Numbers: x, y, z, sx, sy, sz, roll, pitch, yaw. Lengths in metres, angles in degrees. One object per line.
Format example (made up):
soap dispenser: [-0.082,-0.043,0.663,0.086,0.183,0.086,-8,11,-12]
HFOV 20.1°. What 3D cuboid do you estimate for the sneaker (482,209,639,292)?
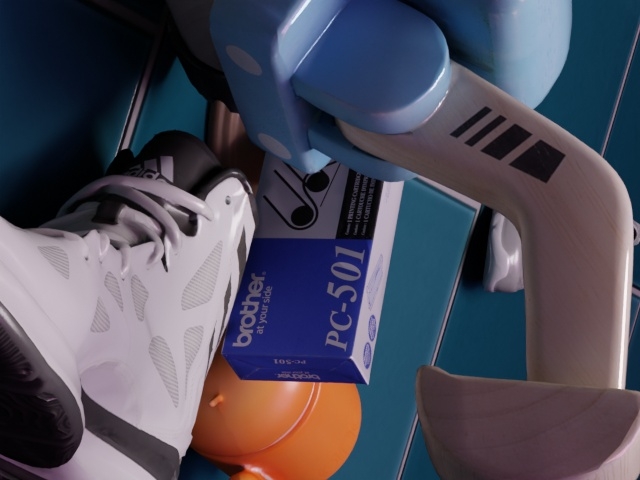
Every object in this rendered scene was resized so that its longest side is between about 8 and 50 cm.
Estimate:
sneaker: [0.259,-0.007,1.917,0.281,0.115,0.105,-26,127,-57]

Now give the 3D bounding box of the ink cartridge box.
ink cartridge box: [0.000,0.000,1.287,0.046,0.097,0.207,61,36,-55]

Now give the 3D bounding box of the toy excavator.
toy excavator: [0.074,-0.102,1.108,0.433,0.445,0.222,-55,157,-18]

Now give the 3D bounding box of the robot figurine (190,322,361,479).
robot figurine: [-0.047,0.117,1.374,0.158,0.128,0.219,-54,151,-8]

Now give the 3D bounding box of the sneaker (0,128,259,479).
sneaker: [-0.164,0.010,1.090,0.447,0.169,0.257,70,34,-62]

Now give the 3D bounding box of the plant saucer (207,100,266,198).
plant saucer: [-0.001,-0.113,1.438,0.278,0.041,0.277,-40,137,-51]
